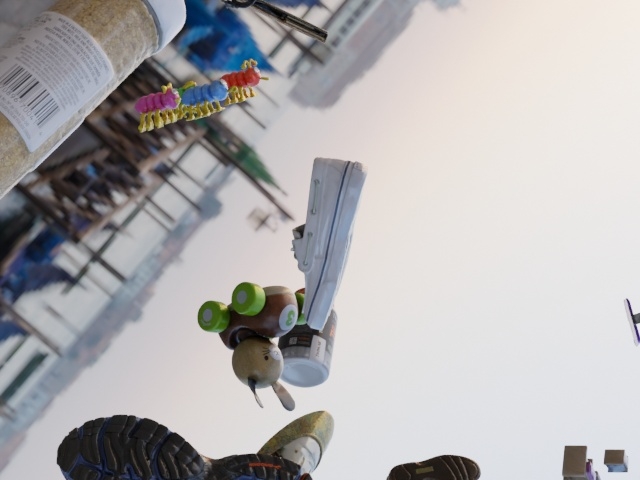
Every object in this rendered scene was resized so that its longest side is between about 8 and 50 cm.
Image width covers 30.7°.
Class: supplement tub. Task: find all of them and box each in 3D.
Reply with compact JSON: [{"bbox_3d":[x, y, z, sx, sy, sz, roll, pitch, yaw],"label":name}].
[{"bbox_3d":[-0.027,0.198,2.405,0.117,0.117,0.190,-43,-152,45],"label":"supplement tub"}]

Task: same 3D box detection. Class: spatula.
[{"bbox_3d":[0.545,0.119,1.905,0.030,0.084,0.296,-12,169,-8],"label":"spatula"}]

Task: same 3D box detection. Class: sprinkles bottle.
[{"bbox_3d":[-0.293,-0.171,1.244,0.355,0.121,0.121,-51,-174,-31],"label":"sprinkles bottle"}]

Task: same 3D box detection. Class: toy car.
[{"bbox_3d":[-0.088,0.179,1.856,0.149,0.188,0.155,-28,154,30],"label":"toy car"}]

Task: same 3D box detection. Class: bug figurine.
[{"bbox_3d":[-0.220,-0.264,2.110,0.216,0.072,0.279,-13,-169,17],"label":"bug figurine"}]

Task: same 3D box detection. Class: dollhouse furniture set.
[{"bbox_3d":[0.666,0.569,2.369,0.303,0.286,0.198,-4,-127,24],"label":"dollhouse furniture set"}]

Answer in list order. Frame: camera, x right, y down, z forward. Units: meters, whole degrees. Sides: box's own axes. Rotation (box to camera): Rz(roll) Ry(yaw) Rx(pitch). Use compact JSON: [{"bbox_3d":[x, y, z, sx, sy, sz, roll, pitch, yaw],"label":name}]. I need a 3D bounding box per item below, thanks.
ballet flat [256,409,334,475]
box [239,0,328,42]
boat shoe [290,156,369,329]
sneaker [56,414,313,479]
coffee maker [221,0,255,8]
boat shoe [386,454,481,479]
[{"bbox_3d":[-0.095,0.473,2.353,0.348,0.123,0.123,-30,180,-18],"label":"ballet flat"},{"bbox_3d":[-0.097,-0.377,1.877,0.201,0.164,0.021,39,-73,55],"label":"box"},{"bbox_3d":[0.000,0.000,1.471,0.083,0.075,0.226,-54,159,-73],"label":"boat shoe"},{"bbox_3d":[-0.119,0.214,0.993,0.087,0.221,0.083,123,-16,-55],"label":"sneaker"},{"bbox_3d":[-0.097,-0.451,1.657,0.178,0.120,0.171,65,29,-63],"label":"coffee maker"},{"bbox_3d":[0.218,0.463,2.282,0.072,0.190,0.068,109,-23,-54],"label":"boat shoe"}]
